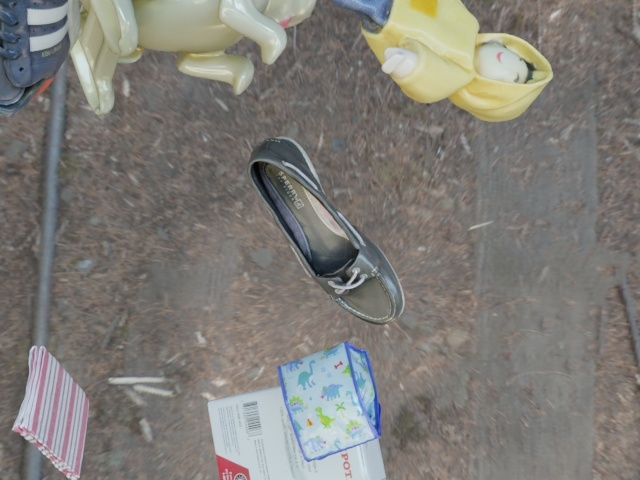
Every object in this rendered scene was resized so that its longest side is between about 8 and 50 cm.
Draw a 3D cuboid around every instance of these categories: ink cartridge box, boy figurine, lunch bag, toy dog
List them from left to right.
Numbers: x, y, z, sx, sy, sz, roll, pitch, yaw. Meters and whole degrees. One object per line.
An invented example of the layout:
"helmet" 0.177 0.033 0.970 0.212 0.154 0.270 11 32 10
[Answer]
"toy dog" -0.188 -0.408 1.410 0.408 0.284 0.395 -17 72 -26
"ink cartridge box" -0.041 0.351 1.607 0.273 0.114 0.197 -15 79 20
"lunch bag" 0.019 0.248 1.395 0.129 0.096 0.151 -24 60 20
"boy figurine" 0.089 -0.194 0.816 0.285 0.177 0.092 35 132 -20

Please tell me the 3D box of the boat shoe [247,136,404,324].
"boat shoe" 0.000 0.000 1.344 0.112 0.095 0.335 -33 97 24

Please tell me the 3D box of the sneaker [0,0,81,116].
"sneaker" -0.309 -0.218 0.870 0.131 0.350 0.148 23 75 0

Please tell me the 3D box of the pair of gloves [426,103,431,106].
"pair of gloves" 0.122 -0.219 1.226 0.010 0.083 0.074 -34 56 22

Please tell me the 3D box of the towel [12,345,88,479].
"towel" -0.416 0.272 1.431 0.029 0.197 0.144 -7 53 8
